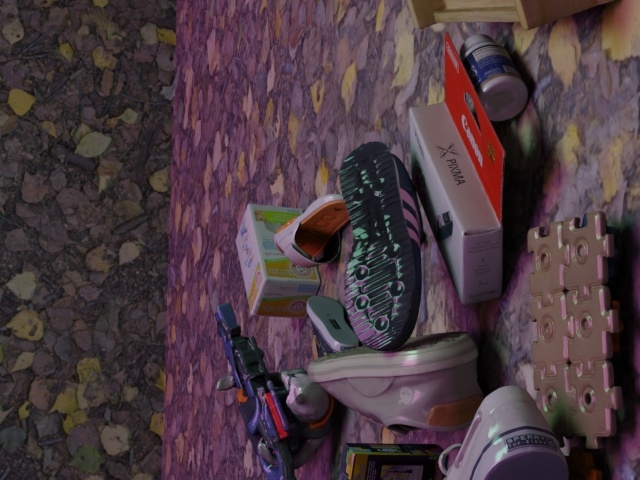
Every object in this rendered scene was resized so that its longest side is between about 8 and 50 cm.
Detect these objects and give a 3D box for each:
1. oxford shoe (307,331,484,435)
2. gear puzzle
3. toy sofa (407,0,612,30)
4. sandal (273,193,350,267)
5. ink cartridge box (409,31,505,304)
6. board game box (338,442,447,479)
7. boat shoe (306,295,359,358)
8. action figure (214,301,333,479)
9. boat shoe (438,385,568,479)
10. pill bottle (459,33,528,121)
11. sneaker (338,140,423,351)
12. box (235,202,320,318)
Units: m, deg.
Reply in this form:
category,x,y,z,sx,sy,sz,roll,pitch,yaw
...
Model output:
category,x,y,z,sx,sy,sz,roll,pitch,yaw
oxford shoe,0.098,0.205,1.821,0.449,0.169,0.130,166,88,-70
gear puzzle,0.290,0.141,1.417,0.175,0.044,0.338,158,112,-69
toy sofa,0.232,-0.349,1.576,0.362,0.177,0.150,-153,44,-71
sandal,-0.010,-0.002,2.268,0.265,0.102,0.076,133,141,-60
ink cartridge box,0.173,-0.095,1.683,0.275,0.060,0.239,-106,7,-47
board game box,0.093,0.367,1.800,0.048,0.141,0.170,-144,61,-69
boat shoe,0.012,0.167,2.218,0.183,0.065,0.083,-120,37,-59
action figure,-0.076,0.262,2.291,0.330,0.179,0.341,-28,79,66
boat shoe,0.186,0.305,1.507,0.156,0.136,0.367,-99,12,-49
pill bottle,0.217,-0.212,1.667,0.120,0.067,0.067,-106,27,-48
sneaker,0.103,0.021,1.753,0.112,0.131,0.319,-18,53,25
box,-0.082,0.039,2.458,0.203,0.114,0.103,-104,27,-44
